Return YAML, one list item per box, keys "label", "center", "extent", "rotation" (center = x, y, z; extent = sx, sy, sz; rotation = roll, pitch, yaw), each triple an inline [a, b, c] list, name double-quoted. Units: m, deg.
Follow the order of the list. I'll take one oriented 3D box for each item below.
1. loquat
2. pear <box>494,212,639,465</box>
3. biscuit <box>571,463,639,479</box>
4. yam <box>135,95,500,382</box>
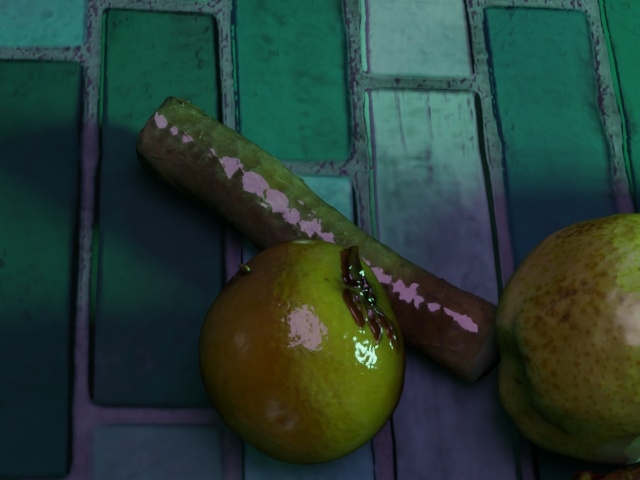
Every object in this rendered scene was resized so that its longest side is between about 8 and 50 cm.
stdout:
- label: "loquat"
  center: [-0.012, 0.070, 0.877]
  extent: [0.141, 0.141, 0.141]
  rotation: [4, 62, -7]
- label: "pear"
  center: [0.193, 0.066, 0.889]
  extent: [0.178, 0.178, 0.178]
  rotation: [4, 62, -7]
- label: "biscuit"
  center: [0.205, 0.270, 0.811]
  extent: [0.334, 0.081, 0.289]
  rotation: [-23, 67, -6]
- label: "yam"
  center: [0.000, 0.000, 0.957]
  extent: [0.300, 0.066, 0.066]
  rotation: [34, 63, 7]
